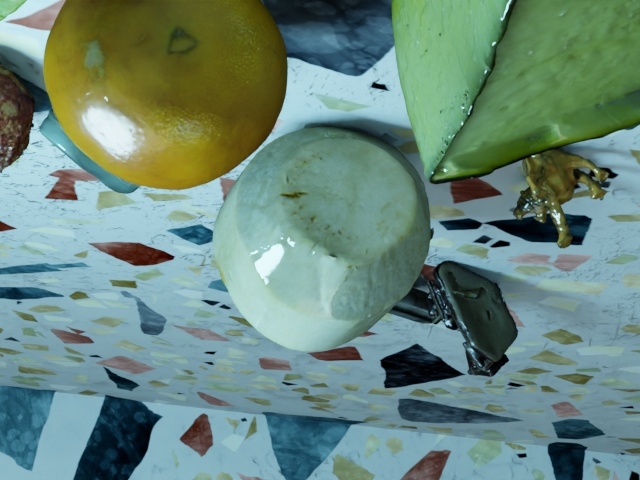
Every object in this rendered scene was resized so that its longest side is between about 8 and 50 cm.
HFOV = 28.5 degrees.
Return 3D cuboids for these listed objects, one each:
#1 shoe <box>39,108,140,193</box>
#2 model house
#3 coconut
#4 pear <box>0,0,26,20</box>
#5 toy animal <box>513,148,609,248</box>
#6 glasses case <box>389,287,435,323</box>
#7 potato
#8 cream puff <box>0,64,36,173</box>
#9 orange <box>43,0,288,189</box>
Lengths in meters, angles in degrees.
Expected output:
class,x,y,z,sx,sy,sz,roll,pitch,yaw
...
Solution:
class,x,y,z,sx,sy,sz,roll,pitch,yaw
shoe,-0.303,-0.141,1.785,0.100,0.103,0.251,-43,164,6
model house,0.264,0.152,2.276,0.141,0.203,0.164,-8,158,-25
coconut,0.000,0.000,1.783,0.323,0.322,0.323,5,160,2
pear,-0.333,-0.352,1.143,0.239,0.139,0.288,-21,146,23
toy animal,0.313,-0.096,1.735,0.116,0.114,0.255,45,177,33
glasses case,0.094,0.091,2.278,0.114,0.060,0.299,20,180,41
potato,0.239,-0.237,1.234,0.280,0.212,0.330,-8,153,-13
cream puff,-0.495,-0.162,1.673,0.240,0.163,0.240,4,166,1
orange,-0.166,-0.184,1.362,0.261,0.261,0.261,5,160,2
